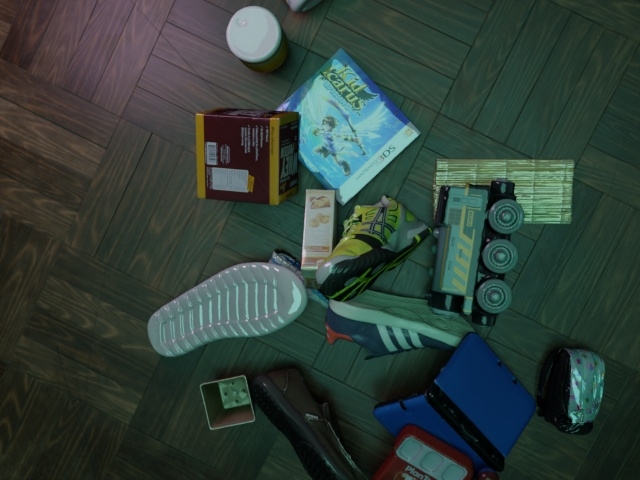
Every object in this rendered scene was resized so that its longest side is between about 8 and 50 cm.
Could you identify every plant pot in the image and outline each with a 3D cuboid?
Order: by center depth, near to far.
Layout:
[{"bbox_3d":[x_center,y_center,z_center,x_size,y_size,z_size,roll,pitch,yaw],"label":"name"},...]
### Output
[{"bbox_3d":[-0.208,0.368,1.815,0.109,0.096,0.109,-12,92,5],"label":"plant pot"}]

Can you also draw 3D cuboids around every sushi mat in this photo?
[{"bbox_3d":[0.417,-0.113,1.778,0.317,0.019,0.151,0,95,4],"label":"sushi mat"}]

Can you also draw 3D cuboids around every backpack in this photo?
[{"bbox_3d":[0.567,0.332,1.745,0.115,0.152,0.181,6,91,-12],"label":"backpack"}]

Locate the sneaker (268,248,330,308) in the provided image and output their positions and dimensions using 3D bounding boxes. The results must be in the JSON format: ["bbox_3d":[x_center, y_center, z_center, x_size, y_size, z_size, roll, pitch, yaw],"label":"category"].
[{"bbox_3d":[-0.050,0.106,1.809,0.191,0.071,0.083,38,109,4],"label":"sneaker"}]

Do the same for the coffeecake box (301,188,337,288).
[{"bbox_3d":[0.000,0.000,1.721,0.068,0.142,0.185,1,69,4],"label":"coffeecake box"}]

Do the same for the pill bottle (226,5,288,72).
[{"bbox_3d":[-0.132,-0.433,1.700,0.118,0.208,0.117,0,94,4],"label":"pill bottle"}]

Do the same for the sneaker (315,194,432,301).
[{"bbox_3d":[0.089,0.012,1.659,0.147,0.385,0.145,47,123,11],"label":"sneaker"}]

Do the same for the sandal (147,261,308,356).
[{"bbox_3d":[-0.216,0.153,1.804,0.417,0.102,0.169,-17,86,19],"label":"sandal"}]

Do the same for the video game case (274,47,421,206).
[{"bbox_3d":[0.051,-0.257,1.774,0.244,0.061,0.269,-43,90,5],"label":"video game case"}]

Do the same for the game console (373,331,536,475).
[{"bbox_3d":[0.308,0.383,1.762,0.250,0.173,0.293,-25,118,35],"label":"game console"}]

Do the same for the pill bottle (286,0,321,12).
[{"bbox_3d":[-0.070,-0.626,1.729,0.117,0.117,0.215,-35,91,6],"label":"pill bottle"}]

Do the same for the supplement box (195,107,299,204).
[{"bbox_3d":[-0.160,-0.191,1.722,0.194,0.129,0.191,6,107,16],"label":"supplement box"}]

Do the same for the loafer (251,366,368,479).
[{"bbox_3d":[-0.001,0.429,1.759,0.130,0.134,0.366,-33,79,-31],"label":"loafer"}]

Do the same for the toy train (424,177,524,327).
[{"bbox_3d":[0.340,0.022,1.723,0.190,0.142,0.333,8,96,10],"label":"toy train"}]

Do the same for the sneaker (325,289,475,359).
[{"bbox_3d":[0.177,0.215,1.776,0.350,0.131,0.148,15,116,-3],"label":"sneaker"}]

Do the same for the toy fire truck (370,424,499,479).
[{"bbox_3d":[0.262,0.569,1.721,0.302,0.169,0.253,30,117,1],"label":"toy fire truck"}]
